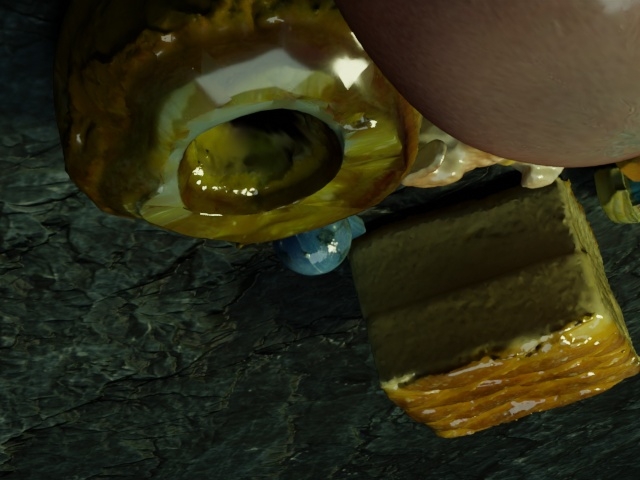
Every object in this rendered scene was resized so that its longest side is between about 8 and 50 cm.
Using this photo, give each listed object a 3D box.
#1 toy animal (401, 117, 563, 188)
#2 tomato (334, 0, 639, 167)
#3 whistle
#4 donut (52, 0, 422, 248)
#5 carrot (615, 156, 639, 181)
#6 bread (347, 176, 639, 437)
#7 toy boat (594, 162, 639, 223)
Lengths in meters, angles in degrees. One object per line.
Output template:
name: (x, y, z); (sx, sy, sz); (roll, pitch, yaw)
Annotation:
toy animal: (0.145, -0.088, 1.166); (0.185, 0.104, 0.184); (-1, 152, -36)
tomato: (0.158, -0.202, 0.712); (0.341, 0.273, 0.341); (-11, 156, -5)
whistle: (0.000, 0.000, 1.297); (0.090, 0.090, 0.158); (-23, 153, 21)
donut: (-0.058, -0.107, 0.950); (0.330, 0.160, 0.330); (-3, 153, -2)
carrot: (0.406, -0.140, 1.222); (0.070, 0.070, 0.260); (13, 144, -44)
bread: (0.206, 0.085, 1.431); (0.279, 0.207, 0.279); (-17, 155, 12)
toy boat: (0.352, -0.053, 1.378); (0.066, 0.065, 0.172); (-13, 165, 25)
